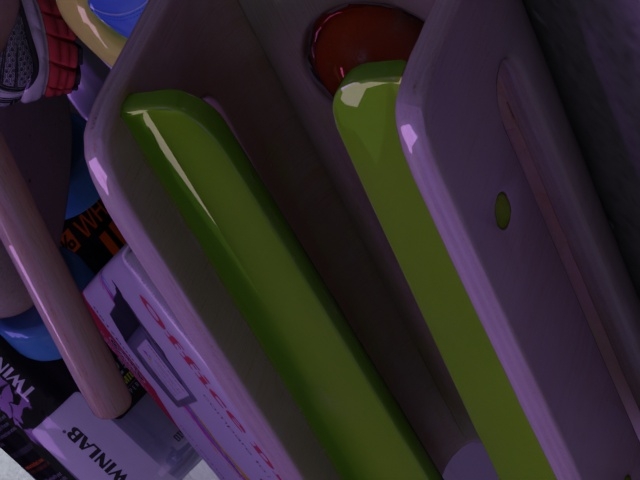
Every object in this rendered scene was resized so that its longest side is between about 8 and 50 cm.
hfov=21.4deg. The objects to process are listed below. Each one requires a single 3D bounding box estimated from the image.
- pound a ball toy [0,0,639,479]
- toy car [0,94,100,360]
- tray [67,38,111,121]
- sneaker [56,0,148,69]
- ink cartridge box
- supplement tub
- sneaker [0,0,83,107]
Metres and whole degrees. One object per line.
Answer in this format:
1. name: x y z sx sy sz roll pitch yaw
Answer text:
1. pound a ball toy: 0.000 0.000 0.628 0.208 0.136 0.319 -4 133 29
2. toy car: -0.286 -0.034 1.083 0.219 0.238 0.210 58 -154 -54
3. tray: -0.137 -0.121 1.061 0.145 0.030 0.270 57 166 -20
4. sneaker: -0.117 -0.174 0.763 0.240 0.091 0.126 39 151 19
5. ink cartridge box: -0.013 0.068 0.940 0.226 0.131 0.306 51 168 -2
6. supplement tub: -0.223 0.047 1.334 0.338 0.207 0.207 44 168 -10
7. sneaker: -0.210 -0.178 0.944 0.225 0.092 0.088 67 160 11
